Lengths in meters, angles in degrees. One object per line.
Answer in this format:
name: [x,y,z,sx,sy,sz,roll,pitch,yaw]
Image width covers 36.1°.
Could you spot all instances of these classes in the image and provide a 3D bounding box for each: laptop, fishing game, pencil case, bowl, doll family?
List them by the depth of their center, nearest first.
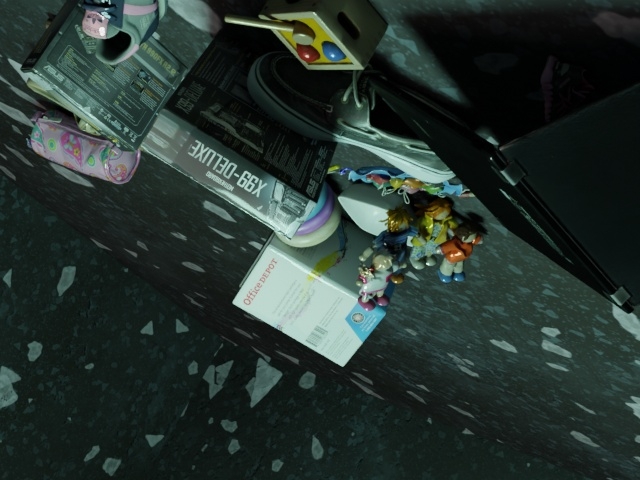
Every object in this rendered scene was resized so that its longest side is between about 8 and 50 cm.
laptop: [0.336,-0.105,1.185,0.382,0.236,0.408,40,-178,-40]
fishing game: [0.131,-0.081,1.514,0.264,0.041,0.189,9,178,-17]
doll family: [0.152,0.004,1.687,0.118,0.263,0.163,56,153,33]
bowl: [0.116,-0.054,1.802,0.142,0.053,0.142,17,160,34]
pencil case: [-0.561,-0.226,2.323,0.284,0.124,0.124,22,163,28]

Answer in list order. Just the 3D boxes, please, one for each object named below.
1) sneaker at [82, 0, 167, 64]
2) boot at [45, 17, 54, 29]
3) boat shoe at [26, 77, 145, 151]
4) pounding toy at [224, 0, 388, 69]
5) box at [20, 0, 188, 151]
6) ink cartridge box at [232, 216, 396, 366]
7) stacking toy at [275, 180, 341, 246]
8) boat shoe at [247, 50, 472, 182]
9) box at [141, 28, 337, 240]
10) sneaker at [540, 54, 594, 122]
sneaker: [-0.298,-0.363,1.415,0.112,0.131,0.319,27,164,10]
boot: [-0.456,-0.369,1.856,0.114,0.037,0.106,22,166,8]
boat shoe: [-0.479,-0.271,2.071,0.302,0.098,0.109,39,161,-32]
pounding toy: [-0.018,-0.278,1.251,0.130,0.100,0.141,11,156,48]
box: [-0.361,-0.289,1.660,0.056,0.183,0.231,8,154,50]
ink cartridge box: [-0.002,0.078,2.024,0.270,0.197,0.198,30,131,-5]
stacking toy: [-0.073,-0.127,1.782,0.141,0.141,0.330,20,157,31]
boat shoe: [0.064,-0.196,1.381,0.335,0.121,0.119,21,152,-5]
box: [-0.097,-0.164,1.426,0.242,0.307,0.076,31,122,-10]
sneaker: [0.294,-0.171,1.158,0.057,0.047,0.119,9,159,22]
